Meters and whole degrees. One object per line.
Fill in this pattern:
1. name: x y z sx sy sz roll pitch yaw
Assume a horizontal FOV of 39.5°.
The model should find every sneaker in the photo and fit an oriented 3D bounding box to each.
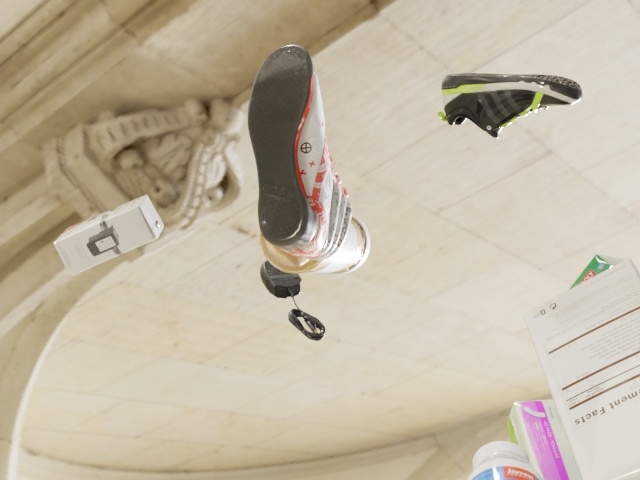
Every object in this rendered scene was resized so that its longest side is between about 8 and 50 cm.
1. sneaker: 0.289 -0.205 1.367 0.084 0.235 0.097 -16 -70 -48
2. sneaker: -0.022 -0.106 1.161 0.145 0.090 0.269 29 -124 -62

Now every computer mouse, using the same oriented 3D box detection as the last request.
1. computer mouse: -0.055 0.117 1.701 0.071 0.041 0.242 -1 -145 -27

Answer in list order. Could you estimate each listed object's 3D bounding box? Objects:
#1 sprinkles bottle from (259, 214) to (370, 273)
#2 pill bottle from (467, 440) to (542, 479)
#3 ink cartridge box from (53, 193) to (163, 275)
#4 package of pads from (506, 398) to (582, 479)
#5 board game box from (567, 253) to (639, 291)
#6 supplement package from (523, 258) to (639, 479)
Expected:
1. sprinkles bottle: 0.000 0.000 1.569 0.121 0.121 0.355 65 -169 7
2. pill bottle: 0.280 0.406 1.333 0.124 0.124 0.221 50 -159 -20
3. ink cartridge box: -0.338 -0.012 1.436 0.109 0.151 0.063 -106 -8 -76
4. package of pads: 0.493 0.423 1.645 0.296 0.229 0.101 -97 7 -49
5. board game box: 0.668 0.136 2.188 0.046 0.213 0.317 42 -163 26
6. supplement package: 0.423 0.209 1.195 0.177 0.175 0.292 41 -153 -38
